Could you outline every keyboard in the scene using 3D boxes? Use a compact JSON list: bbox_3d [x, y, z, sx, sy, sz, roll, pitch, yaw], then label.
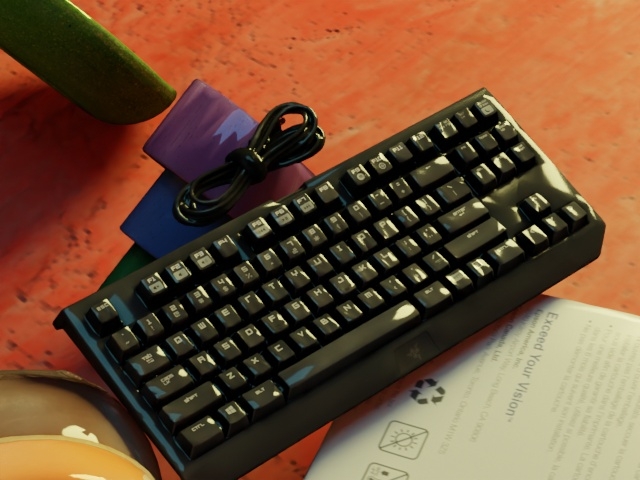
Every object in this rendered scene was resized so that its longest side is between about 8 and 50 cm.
[{"bbox_3d":[0.000,0.000,0.600,0.180,0.023,0.108,-28,63,-29],"label":"keyboard"}]

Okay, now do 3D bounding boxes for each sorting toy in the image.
[{"bbox_3d":[-0.160,-0.064,0.748,0.365,0.127,0.126,36,87,33],"label":"sorting toy"}]

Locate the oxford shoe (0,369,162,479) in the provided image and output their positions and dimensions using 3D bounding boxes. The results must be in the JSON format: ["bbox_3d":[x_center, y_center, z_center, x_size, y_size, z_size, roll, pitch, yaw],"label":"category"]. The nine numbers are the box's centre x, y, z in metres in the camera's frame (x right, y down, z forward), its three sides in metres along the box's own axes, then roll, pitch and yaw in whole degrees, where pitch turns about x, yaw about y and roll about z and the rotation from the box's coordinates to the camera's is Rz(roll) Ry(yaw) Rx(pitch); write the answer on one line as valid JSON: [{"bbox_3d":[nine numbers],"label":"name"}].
[{"bbox_3d":[-0.223,0.119,0.545,0.364,0.130,0.133,-9,26,-11],"label":"oxford shoe"}]

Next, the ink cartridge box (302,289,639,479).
[{"bbox_3d":[0.094,0.114,0.539,0.224,0.045,0.223,12,45,20],"label":"ink cartridge box"}]
